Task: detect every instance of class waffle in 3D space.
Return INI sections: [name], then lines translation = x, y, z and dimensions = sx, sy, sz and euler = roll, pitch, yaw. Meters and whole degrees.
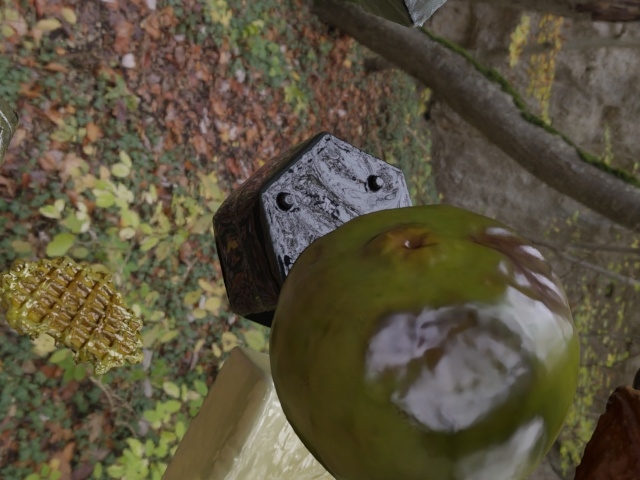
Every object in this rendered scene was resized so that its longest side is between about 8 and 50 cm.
[waffle]
translation = -0.442, 0.130, 1.115
dimensions = 0.051, 0.291, 0.291
euler = -48, -173, 21

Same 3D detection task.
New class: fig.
[fig]
translation = 0.081, 0.110, 0.508
dimensions = 0.239, 0.239, 0.271
euler = -71, 156, -59

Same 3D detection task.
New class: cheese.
[cheese]
translation = -0.077, 0.305, 0.859
dimensions = 0.242, 0.123, 0.266
euler = 30, 88, -51

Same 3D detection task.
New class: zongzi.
[zongzi]
translation = -0.285, -0.095, 0.498
dimensions = 0.076, 0.040, 0.083
euler = 48, 29, -42

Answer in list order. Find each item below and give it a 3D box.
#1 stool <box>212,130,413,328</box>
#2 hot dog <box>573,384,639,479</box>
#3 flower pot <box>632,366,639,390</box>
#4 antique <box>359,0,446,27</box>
[stool]
translation = 0.000, 0.000, 0.710
dimensions = 0.141, 0.232, 0.232
euler = -20, -128, 56
[hot dog]
translation = 0.176, 0.201, 0.317
dimensions = 0.175, 0.114, 0.259
euler = 45, 68, -32
[flower pot]
translation = 0.427, 0.215, 0.589
dimensions = 0.302, 0.213, 0.302
euler = 13, 90, -77
[antique]
translation = 0.113, -0.299, 0.582
dimensions = 0.183, 0.088, 0.086
euler = -44, 134, -5
